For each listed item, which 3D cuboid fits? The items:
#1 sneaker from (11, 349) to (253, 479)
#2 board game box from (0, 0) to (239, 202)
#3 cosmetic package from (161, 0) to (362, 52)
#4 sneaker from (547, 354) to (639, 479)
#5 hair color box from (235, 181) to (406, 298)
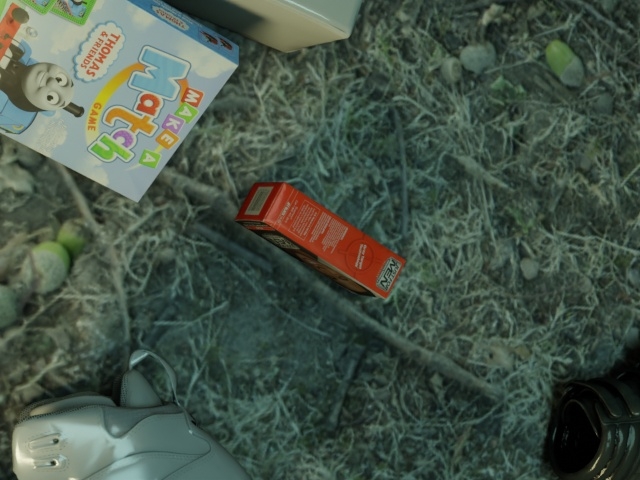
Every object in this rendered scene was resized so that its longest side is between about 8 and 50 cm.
[{"bbox_3d":[-0.223,0.252,0.907,0.366,0.137,0.210,-33,94,-11],"label":"sneaker"},{"bbox_3d":[-0.195,-0.140,0.900,0.211,0.039,0.160,27,120,-24],"label":"board game box"},{"bbox_3d":[-0.133,-0.320,0.906,0.385,0.156,0.217,22,84,-25],"label":"cosmetic package"},{"bbox_3d":[0.338,0.147,1.170,0.147,0.104,0.296,27,86,-29],"label":"sneaker"},{"bbox_3d":[0.000,0.000,1.026,0.141,0.072,0.043,32,79,-22],"label":"hair color box"}]
